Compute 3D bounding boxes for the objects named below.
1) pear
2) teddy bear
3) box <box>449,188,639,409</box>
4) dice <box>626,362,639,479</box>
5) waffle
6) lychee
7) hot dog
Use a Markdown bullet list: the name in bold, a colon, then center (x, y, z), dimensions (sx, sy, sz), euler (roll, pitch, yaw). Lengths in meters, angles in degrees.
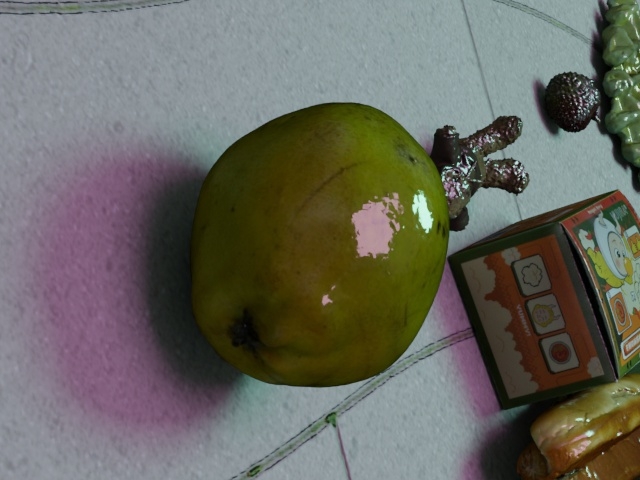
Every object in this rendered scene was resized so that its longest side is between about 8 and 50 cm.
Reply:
- **pear**: center (0.000, 0.000, 1.270), dimensions (0.212, 0.212, 0.269), euler (57, 40, -22)
- **teddy bear**: center (0.146, -0.073, 1.679), dimensions (0.160, 0.078, 0.119), euler (-32, 124, -42)
- **box**: center (0.264, 0.059, 1.715), dimensions (0.195, 0.148, 0.177), euler (-22, 91, -60)
- **dice**: center (0.555, 0.258, 1.905), dimensions (0.330, 0.318, 0.322), euler (39, 44, -43)
- **waffle**: center (0.477, -0.190, 2.279), dimensions (0.292, 0.056, 0.309), euler (43, 40, -38)
- **lychee**: center (0.316, -0.172, 1.999), dimensions (0.083, 0.068, 0.067), euler (45, 36, 4)
- **hot dog**: center (0.286, 0.213, 1.707), dimensions (0.337, 0.100, 0.135), euler (-15, 116, -60)
